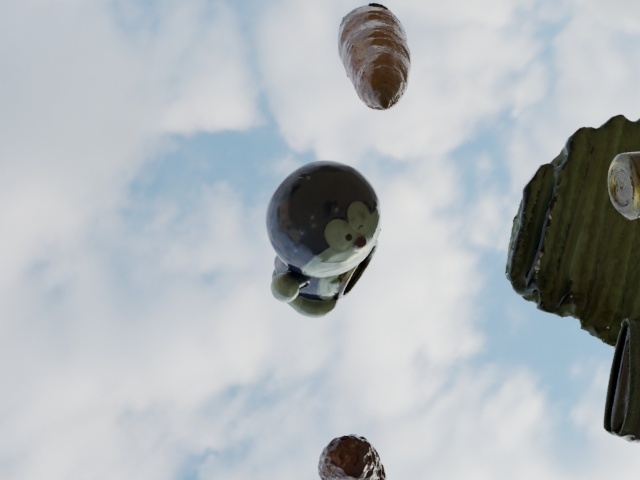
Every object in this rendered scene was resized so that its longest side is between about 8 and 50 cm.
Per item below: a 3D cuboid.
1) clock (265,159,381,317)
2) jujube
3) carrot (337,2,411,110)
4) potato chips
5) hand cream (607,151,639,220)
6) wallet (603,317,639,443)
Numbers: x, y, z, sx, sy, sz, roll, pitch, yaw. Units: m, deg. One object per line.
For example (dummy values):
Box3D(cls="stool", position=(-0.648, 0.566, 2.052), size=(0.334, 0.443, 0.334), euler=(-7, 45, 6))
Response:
Box3D(cls="clock", position=(0.000, 0.000, 1.322), size=(0.146, 0.243, 0.199), euler=(37, -117, 16))
Box3D(cls="jujube", position=(0.036, 0.272, 1.148), size=(0.077, 0.129, 0.077), euler=(-7, -126, 10))
Box3D(cls="carrot", position=(0.050, -0.159, 0.902), size=(0.072, 0.072, 0.205), euler=(29, -156, -13))
Box3D(cls="potato chips", position=(0.483, -0.022, 1.507), size=(0.358, 0.070, 0.429), euler=(19, -115, 6))
Box3D(cls="hand cream", position=(0.464, -0.081, 1.224), size=(0.203, 0.084, 0.084), euler=(-10, -110, -13))
Box3D(cls="wallet", position=(0.484, 0.206, 1.318), size=(0.236, 0.055, 0.160), euler=(17, -102, -27))
